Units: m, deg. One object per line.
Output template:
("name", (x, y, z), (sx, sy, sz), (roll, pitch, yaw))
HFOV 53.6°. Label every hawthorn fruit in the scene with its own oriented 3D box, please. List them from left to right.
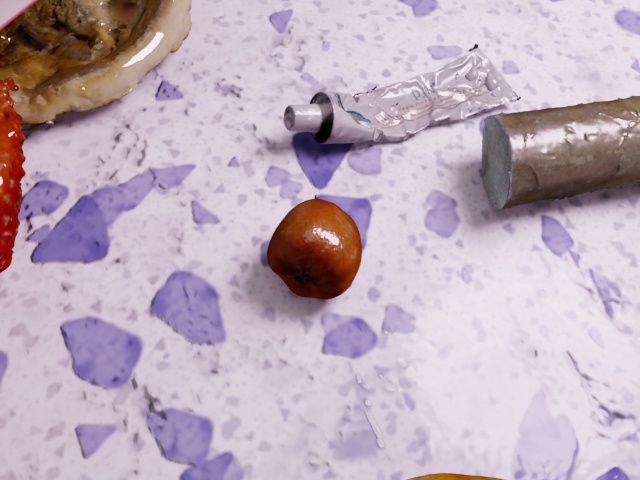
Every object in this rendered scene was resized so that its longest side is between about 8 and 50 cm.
("hawthorn fruit", (0.000, 0.000, 0.546), (0.081, 0.081, 0.093), (19, 47, 8))

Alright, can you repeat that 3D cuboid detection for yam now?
("yam", (0.282, -0.093, 0.614), (0.259, 0.093, 0.093), (-9, 60, -9))

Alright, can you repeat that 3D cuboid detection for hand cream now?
("hand cream", (0.082, -0.143, 0.656), (0.256, 0.050, 0.084), (-18, 63, -21))

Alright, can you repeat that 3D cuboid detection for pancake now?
("pancake", (-0.311, -0.258, 0.683), (0.356, 0.065, 0.356), (0, 65, -1))

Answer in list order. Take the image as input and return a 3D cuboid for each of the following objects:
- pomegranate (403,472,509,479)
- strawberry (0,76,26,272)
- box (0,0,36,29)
("pomegranate", (0.086, 0.248, 0.323), (0.248, 0.248, 0.248), (2, 59, -3))
("strawberry", (-0.334, -0.037, 0.536), (0.174, 0.098, 0.228), (-1, 56, -5))
("box", (-0.467, -0.291, 0.510), (0.314, 0.300, 0.312), (35, 74, 28))
